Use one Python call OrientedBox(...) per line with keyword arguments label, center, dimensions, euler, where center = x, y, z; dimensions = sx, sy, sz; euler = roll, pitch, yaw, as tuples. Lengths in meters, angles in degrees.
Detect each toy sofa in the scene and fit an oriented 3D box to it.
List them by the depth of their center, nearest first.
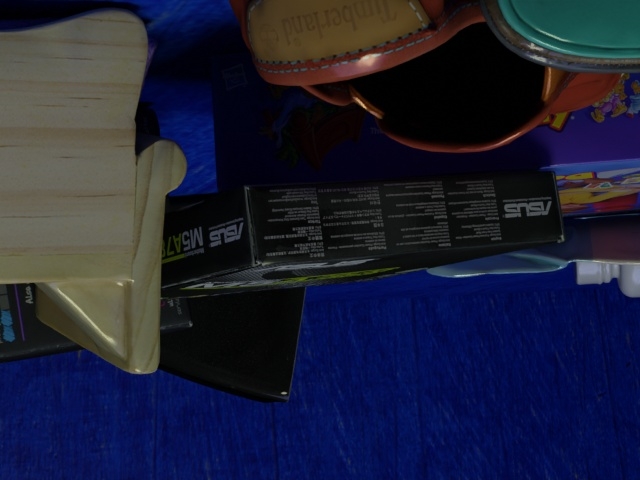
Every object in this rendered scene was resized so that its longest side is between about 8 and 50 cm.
OrientedBox(label="toy sofa", center=(-0.256, -0.026, 0.609), dimensions=(0.362, 0.177, 0.150), euler=(-2, -172, -31))

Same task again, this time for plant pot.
OrientedBox(label="plant pot", center=(-0.108, 0.050, 1.252), dimensions=(0.167, 0.188, 0.187), euler=(8, 172, -7))

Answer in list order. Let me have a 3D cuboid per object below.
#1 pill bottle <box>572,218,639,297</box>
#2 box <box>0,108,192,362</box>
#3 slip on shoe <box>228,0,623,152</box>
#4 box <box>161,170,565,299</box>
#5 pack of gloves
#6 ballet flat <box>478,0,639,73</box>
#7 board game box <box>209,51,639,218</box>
OrientedBox(label="pill bottle", center=(0.347, -0.008, 1.260), dimensions=(0.215, 0.117, 0.117), euler=(-6, 173, 8))
OrientedBox(label="box", center=(-0.240, 0.012, 0.821), dimensions=(0.270, 0.143, 0.165), euler=(-9, 176, -29))
OrientedBox(label="slip on shoe", center=(0.053, -0.081, 0.522), dimensions=(0.123, 0.101, 0.331), euler=(-9, 174, 22))
OrientedBox(label="box", center=(0.000, 0.000, 0.716), dimensions=(0.190, 0.045, 0.184), euler=(-4, 176, -33))
OrientedBox(label="pack of gloves", center=(0.170, -0.010, 0.968), dimensions=(0.232, 0.046, 0.195), euler=(-1, -152, 8))
OrientedBox(label="ballet flat", center=(0.143, -0.105, 0.420), dimensions=(0.203, 0.074, 0.074), euler=(-21, 173, 0))
OrientedBox(label="board game box", center=(0.117, -0.062, 0.818), dimensions=(0.347, 0.078, 0.233), euler=(-4, 173, 0))
